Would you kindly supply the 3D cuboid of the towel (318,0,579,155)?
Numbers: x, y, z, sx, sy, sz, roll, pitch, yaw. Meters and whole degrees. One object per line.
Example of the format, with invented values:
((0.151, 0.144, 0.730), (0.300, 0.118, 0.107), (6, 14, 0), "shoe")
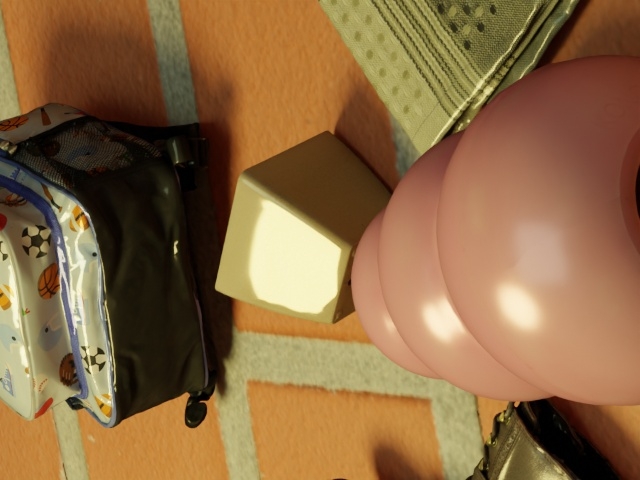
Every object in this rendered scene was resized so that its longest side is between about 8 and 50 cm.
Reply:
((0.075, -0.260, 1.260), (0.324, 0.056, 0.312), (58, 137, 22), "towel")

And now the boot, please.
((0.112, 0.195, 1.356), (0.263, 0.091, 0.229), (41, 126, 30), "boot")

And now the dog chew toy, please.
((0.131, 0.010, 1.169), (0.332, 0.206, 0.207), (-23, 85, 60), "dog chew toy")

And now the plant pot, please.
((0.000, 0.000, 1.399), (0.096, 0.109, 0.109), (33, 127, 25), "plant pot")

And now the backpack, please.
((-0.225, 0.013, 1.607), (0.263, 0.213, 0.277), (35, 132, 52), "backpack")
